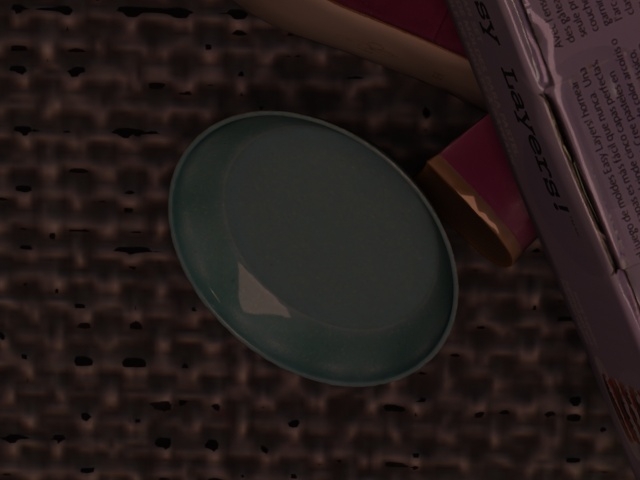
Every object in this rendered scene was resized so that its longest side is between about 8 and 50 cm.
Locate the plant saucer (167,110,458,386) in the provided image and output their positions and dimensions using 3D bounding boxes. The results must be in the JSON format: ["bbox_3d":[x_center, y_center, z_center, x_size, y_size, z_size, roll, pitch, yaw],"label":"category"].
[{"bbox_3d":[0.000,0.000,0.698,0.119,0.021,0.119,16,129,21],"label":"plant saucer"}]

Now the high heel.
[{"bbox_3d":[0.031,-0.114,0.674,0.117,0.082,0.244,-43,88,-13],"label":"high heel"}]

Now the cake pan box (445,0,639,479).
[{"bbox_3d":[0.175,-0.076,0.637,0.246,0.070,0.267,-28,103,-14],"label":"cake pan box"}]
